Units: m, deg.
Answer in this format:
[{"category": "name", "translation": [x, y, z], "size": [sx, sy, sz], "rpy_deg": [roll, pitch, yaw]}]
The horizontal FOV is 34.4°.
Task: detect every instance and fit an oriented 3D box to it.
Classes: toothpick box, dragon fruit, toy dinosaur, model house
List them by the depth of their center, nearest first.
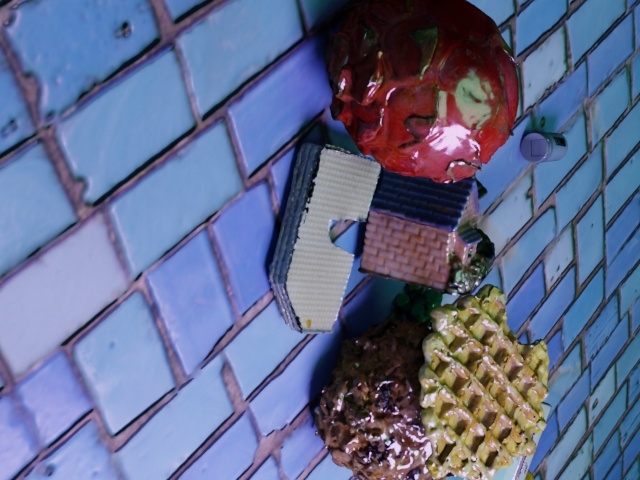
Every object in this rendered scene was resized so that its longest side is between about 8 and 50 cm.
[{"category": "dragon fruit", "translation": [0.122, -0.189, 1.252], "size": [0.241, 0.252, 0.241], "rpy_deg": [-58, 179, -2]}, {"category": "model house", "translation": [0.165, -0.039, 1.447], "size": [0.183, 0.166, 0.172], "rpy_deg": [-25, 123, -59]}, {"category": "toy dinosaur", "translation": [0.160, 0.108, 1.600], "size": [0.132, 0.059, 0.096], "rpy_deg": [-42, 145, -21]}, {"category": "toothpick box", "translation": [0.381, -0.159, 1.755], "size": [0.083, 0.052, 0.052], "rpy_deg": [-9, 114, -52]}]

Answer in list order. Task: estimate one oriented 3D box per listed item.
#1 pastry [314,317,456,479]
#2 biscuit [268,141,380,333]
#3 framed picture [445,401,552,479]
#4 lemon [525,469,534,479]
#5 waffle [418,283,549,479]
[{"category": "pastry", "translation": [0.111, 0.239, 1.504], "size": [0.275, 0.193, 0.275], "rpy_deg": [-9, 111, -26]}, {"category": "biscuit", "translation": [0.000, 0.000, 1.338], "size": [0.147, 0.046, 0.250], "rpy_deg": [4, 102, -55]}, {"category": "framed picture", "translation": [0.226, 0.396, 1.723], "size": [0.247, 0.022, 0.335], "rpy_deg": [20, 90, -17]}, {"category": "lemon", "translation": [0.305, 0.474, 1.854], "size": [0.180, 0.180, 0.193], "rpy_deg": [-14, 89, -49]}, {"category": "waffle", "translation": [0.230, 0.199, 1.429], "size": [0.291, 0.051, 0.291], "rpy_deg": [-1, 91, -41]}]
